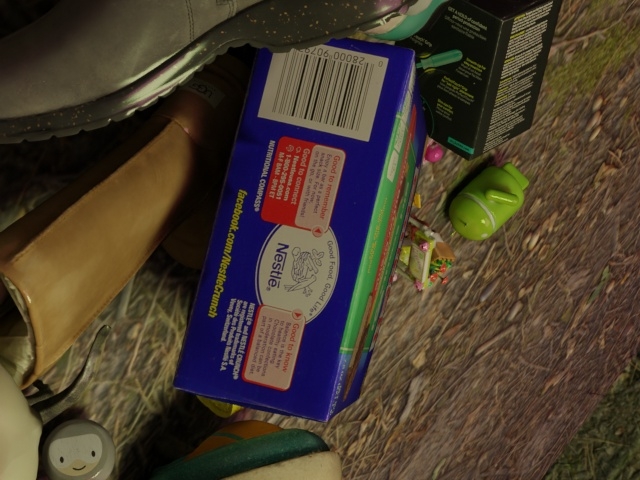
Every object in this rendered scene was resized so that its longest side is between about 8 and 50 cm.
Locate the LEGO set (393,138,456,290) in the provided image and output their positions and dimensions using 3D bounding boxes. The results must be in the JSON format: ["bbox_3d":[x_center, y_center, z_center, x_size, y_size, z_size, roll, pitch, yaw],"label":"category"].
[{"bbox_3d":[0.113,0.007,1.253,0.132,0.107,0.287,-46,149,-13],"label":"LEGO set"}]

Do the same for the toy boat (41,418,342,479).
[{"bbox_3d":[-0.132,0.244,1.098,0.267,0.148,0.318,-28,159,33],"label":"toy boat"}]

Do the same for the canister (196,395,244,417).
[{"bbox_3d":[-0.051,0.091,1.143,0.170,0.073,0.126,-31,143,-37],"label":"canister"}]

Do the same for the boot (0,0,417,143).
[{"bbox_3d":[-0.117,-0.206,0.673,0.338,0.118,0.223,-21,121,2],"label":"boot"}]

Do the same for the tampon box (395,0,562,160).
[{"bbox_3d":[0.151,-0.186,1.096,0.101,0.120,0.161,-29,142,-36],"label":"tampon box"}]

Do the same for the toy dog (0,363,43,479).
[{"bbox_3d":[-0.331,0.174,0.601,0.395,0.285,0.408,-25,180,32],"label":"toy dog"}]

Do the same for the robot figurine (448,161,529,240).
[{"bbox_3d":[0.207,-0.046,1.370,0.115,0.067,0.101,-42,178,-22],"label":"robot figurine"}]

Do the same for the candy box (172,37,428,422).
[{"bbox_3d":[0.000,0.000,0.898,0.317,0.122,0.268,40,64,-83],"label":"candy box"}]

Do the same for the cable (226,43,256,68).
[{"bbox_3d":[-0.091,-0.180,0.835,0.150,0.047,0.184,-33,144,-32],"label":"cable"}]

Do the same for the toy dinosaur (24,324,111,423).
[{"bbox_3d":[-0.263,0.162,0.897,0.268,0.064,0.118,-37,174,-3],"label":"toy dinosaur"}]

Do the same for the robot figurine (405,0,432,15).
[{"bbox_3d":[0.082,-0.316,0.737,0.300,0.200,0.353,2,145,-23],"label":"robot figurine"}]

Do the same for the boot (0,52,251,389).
[{"bbox_3d":[-0.151,0.008,0.814,0.269,0.089,0.236,-53,161,-40],"label":"boot"}]

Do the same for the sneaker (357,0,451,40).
[{"bbox_3d":[0.117,-0.311,0.948,0.121,0.108,0.302,-4,131,-54],"label":"sneaker"}]
